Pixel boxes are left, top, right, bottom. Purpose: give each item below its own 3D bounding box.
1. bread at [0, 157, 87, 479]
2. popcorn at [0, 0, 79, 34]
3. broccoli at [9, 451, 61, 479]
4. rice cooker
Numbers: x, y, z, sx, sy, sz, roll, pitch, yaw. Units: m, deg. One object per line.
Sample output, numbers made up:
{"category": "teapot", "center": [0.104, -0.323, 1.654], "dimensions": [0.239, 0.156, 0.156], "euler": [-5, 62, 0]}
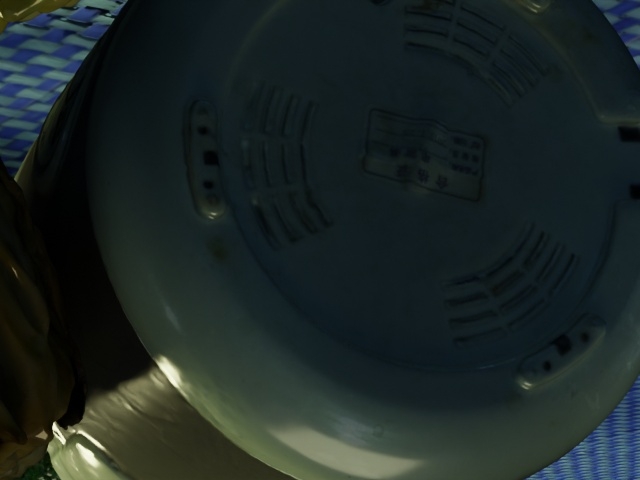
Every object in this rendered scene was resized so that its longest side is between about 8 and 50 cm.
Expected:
{"category": "bread", "center": [-0.228, -0.026, 0.813], "dimensions": [0.167, 0.324, 0.277], "euler": [-44, -176, -18]}
{"category": "popcorn", "center": [-0.111, -0.135, 0.611], "dimensions": [0.195, 0.173, 0.168], "euler": [-4, 122, 20]}
{"category": "broccoli", "center": [-0.204, 0.078, 1.232], "dimensions": [0.297, 0.298, 0.297], "euler": [-25, 174, -26]}
{"category": "rice cooker", "center": [-0.002, 0.000, 0.914], "dimensions": [0.288, 0.288, 0.277], "euler": [3, 164, -20]}
